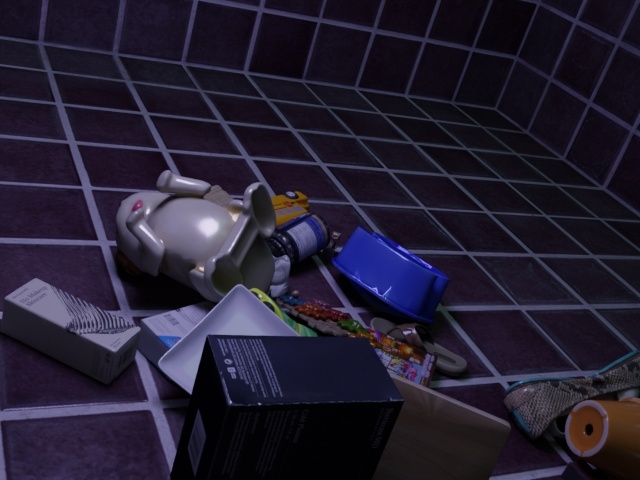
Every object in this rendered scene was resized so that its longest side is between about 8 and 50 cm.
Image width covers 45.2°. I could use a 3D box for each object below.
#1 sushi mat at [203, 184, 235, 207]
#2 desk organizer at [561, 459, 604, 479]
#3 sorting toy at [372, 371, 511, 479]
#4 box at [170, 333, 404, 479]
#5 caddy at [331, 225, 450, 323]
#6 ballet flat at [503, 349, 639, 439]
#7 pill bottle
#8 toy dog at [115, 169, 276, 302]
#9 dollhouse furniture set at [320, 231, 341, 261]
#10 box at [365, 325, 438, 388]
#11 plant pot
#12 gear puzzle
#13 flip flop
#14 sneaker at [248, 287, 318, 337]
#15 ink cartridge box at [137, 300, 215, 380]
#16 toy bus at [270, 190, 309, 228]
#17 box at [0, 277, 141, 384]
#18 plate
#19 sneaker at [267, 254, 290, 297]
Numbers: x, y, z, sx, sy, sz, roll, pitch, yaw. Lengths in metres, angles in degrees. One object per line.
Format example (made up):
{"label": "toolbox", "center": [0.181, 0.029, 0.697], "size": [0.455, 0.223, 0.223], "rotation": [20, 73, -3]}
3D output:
{"label": "sushi mat", "center": [-0.319, -0.097, 2.287], "size": [0.151, 0.019, 0.316], "rotation": [36, 20, 7]}
{"label": "desk organizer", "center": [0.608, 0.553, 1.715], "size": [0.050, 0.047, 0.130], "rotation": [0, 33, -36]}
{"label": "sorting toy", "center": [0.207, 0.414, 1.523], "size": [0.257, 0.256, 0.089], "rotation": [22, 12, 7]}
{"label": "box", "center": [-0.070, 0.353, 1.353], "size": [0.312, 0.343, 0.179], "rotation": [5, 29, -24]}
{"label": "caddy", "center": [0.189, 0.108, 2.143], "size": [0.341, 0.179, 0.241], "rotation": [34, 9, 28]}
{"label": "ballet flat", "center": [0.676, 0.411, 1.937], "size": [0.482, 0.164, 0.182], "rotation": [-7, 58, -30]}
{"label": "pill bottle", "center": [-0.084, 0.010, 2.190], "size": [0.122, 0.123, 0.219], "rotation": [34, 45, 28]}
{"label": "toy dog", "center": [-0.322, -0.008, 1.897], "size": [0.407, 0.285, 0.395], "rotation": [15, -18, 24]}
{"label": "dollhouse furniture set", "center": [0.000, 0.000, 2.338], "size": [0.114, 0.091, 0.081], "rotation": [19, 12, 8]}
{"label": "box", "center": [0.158, 0.332, 1.835], "size": [0.200, 0.057, 0.293], "rotation": [22, 28, 8]}
{"label": "plant pot", "center": [0.667, 0.446, 1.739], "size": [0.187, 0.205, 0.205], "rotation": [20, 25, -23]}
{"label": "gear puzzle", "center": [0.033, 0.193, 1.888], "size": [0.175, 0.044, 0.339], "rotation": [15, 6, -36]}
{"label": "flip flop", "center": [0.257, 0.262, 1.997], "size": [0.277, 0.080, 0.112], "rotation": [25, 28, 12]}
{"label": "sneaker", "center": [-0.078, 0.235, 1.790], "size": [0.295, 0.109, 0.123], "rotation": [47, 10, 1]}
{"label": "ink cartridge box", "center": [-0.296, 0.222, 1.736], "size": [0.139, 0.082, 0.190], "rotation": [37, 31, 32]}
{"label": "toy bus", "center": [-0.149, -0.056, 2.305], "size": [0.130, 0.108, 0.332], "rotation": [35, 32, 28]}
{"label": "box", "center": [-0.532, 0.191, 1.639], "size": [0.275, 0.094, 0.113], "rotation": [23, 28, 9]}
{"label": "plate", "center": [-0.161, 0.270, 1.647], "size": [0.278, 0.045, 0.277], "rotation": [40, 52, 6]}
{"label": "sneaker", "center": [-0.211, 0.046, 2.076], "size": [0.292, 0.118, 0.110], "rotation": [21, 29, 9]}
